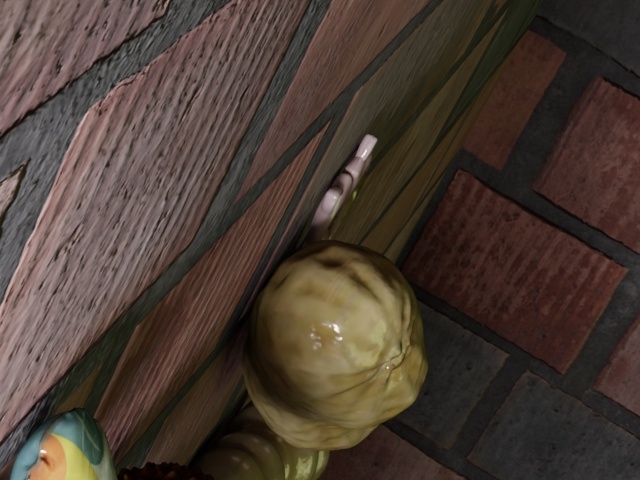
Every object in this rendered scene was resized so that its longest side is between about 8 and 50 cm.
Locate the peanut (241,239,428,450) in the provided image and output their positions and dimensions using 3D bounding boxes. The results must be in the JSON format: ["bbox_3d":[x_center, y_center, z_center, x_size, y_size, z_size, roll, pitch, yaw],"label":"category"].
[{"bbox_3d":[0.015,0.119,1.918,0.387,0.192,0.169,106,9,-70],"label":"peanut"}]

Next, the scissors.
[{"bbox_3d":[0.000,0.000,2.013,0.160,0.024,0.317,-57,175,-32],"label":"scissors"}]

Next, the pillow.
[{"bbox_3d":[-0.203,0.221,1.131,0.233,0.086,0.214,-52,161,-33],"label":"pillow"}]

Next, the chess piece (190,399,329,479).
[{"bbox_3d":[-0.089,0.293,2.305,0.143,0.143,0.261,-60,171,19],"label":"chess piece"}]

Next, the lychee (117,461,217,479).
[{"bbox_3d":[-0.131,0.274,1.496,0.188,0.188,0.188,-58,175,-9],"label":"lychee"}]
